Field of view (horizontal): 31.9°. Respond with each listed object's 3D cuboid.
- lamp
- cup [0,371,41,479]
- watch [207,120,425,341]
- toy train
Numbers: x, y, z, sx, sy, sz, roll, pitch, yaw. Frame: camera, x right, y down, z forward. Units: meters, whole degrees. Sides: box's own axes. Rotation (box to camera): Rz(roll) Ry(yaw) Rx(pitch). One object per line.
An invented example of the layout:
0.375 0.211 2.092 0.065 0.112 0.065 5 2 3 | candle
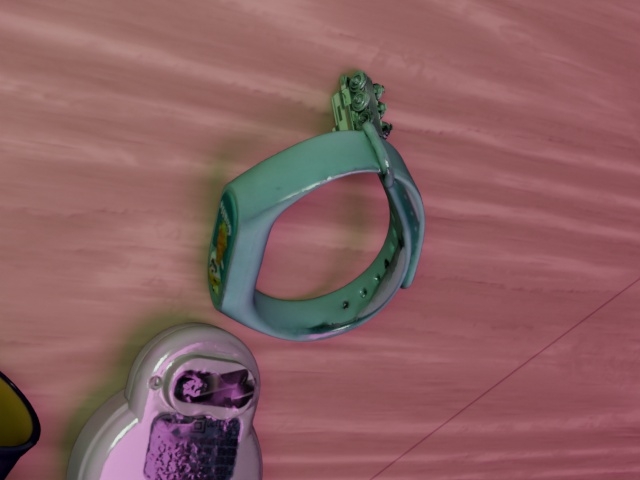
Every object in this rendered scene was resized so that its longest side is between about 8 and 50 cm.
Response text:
-0.138 0.189 1.024 0.179 0.108 0.246 11 100 -34 | lamp
-0.387 0.180 0.849 0.256 0.255 0.178 -54 168 5 | cup
0.000 0.000 0.998 0.195 0.068 0.237 -4 136 -19 | watch
0.034 -0.113 1.010 0.033 0.083 0.053 21 138 -40 | toy train
